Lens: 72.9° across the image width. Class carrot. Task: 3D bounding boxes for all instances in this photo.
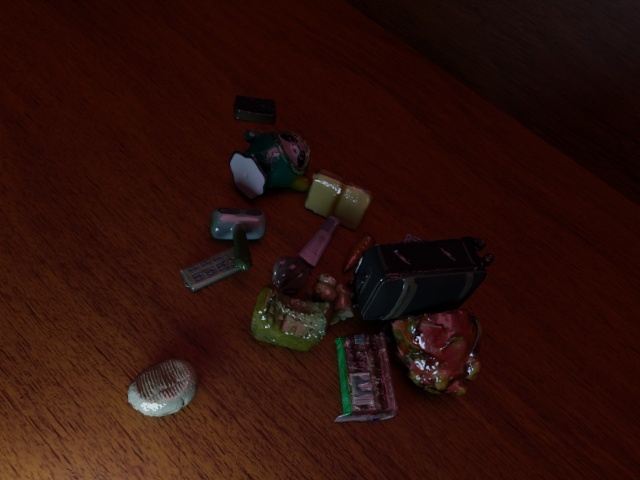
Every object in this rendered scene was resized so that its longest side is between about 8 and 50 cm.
[{"bbox_3d":[0.145,0.056,1.708,0.072,0.072,0.205,34,58,7],"label":"carrot"}]

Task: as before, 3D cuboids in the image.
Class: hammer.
[{"bbox_3d":[-0.279,0.001,1.520,0.207,0.118,0.335,0,35,-16],"label":"hammer"}]

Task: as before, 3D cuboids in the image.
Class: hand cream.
[{"bbox_3d":[0.000,0.000,1.705,0.080,0.048,0.255,32,52,4],"label":"hand cream"}]

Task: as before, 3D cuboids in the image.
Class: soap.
[{"bbox_3d":[0.141,0.435,1.401,0.218,0.098,0.273,5,53,-15],"label":"soap"}]

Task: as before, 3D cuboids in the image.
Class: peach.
[{"bbox_3d":[0.282,0.249,1.606,0.189,0.068,0.279,31,52,8],"label":"peach"}]

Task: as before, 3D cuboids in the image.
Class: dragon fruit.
[{"bbox_3d":[0.405,0.370,1.417,0.315,0.296,0.262,-5,71,-9],"label":"dragon fruit"}]

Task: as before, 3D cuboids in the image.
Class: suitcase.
[{"bbox_3d":[0.323,0.131,1.424,0.435,0.283,0.194,-2,54,-16],"label":"suitcase"}]

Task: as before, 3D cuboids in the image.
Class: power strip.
[{"bbox_3d":[-0.356,0.091,1.528,0.268,0.034,0.092,-25,66,-31],"label":"power strip"}]

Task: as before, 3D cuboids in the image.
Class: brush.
[{"bbox_3d":[-0.308,-0.621,2.052,0.198,0.059,0.123,3,56,-16],"label":"brush"}]

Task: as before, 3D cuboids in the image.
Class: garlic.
[{"bbox_3d":[-0.127,0.136,1.528,0.194,0.127,0.131,-40,77,-16],"label":"garlic"}]

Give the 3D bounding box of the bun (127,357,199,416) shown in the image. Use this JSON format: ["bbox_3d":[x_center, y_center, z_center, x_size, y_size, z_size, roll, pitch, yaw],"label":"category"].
[{"bbox_3d":[-0.438,0.418,1.222,0.188,0.110,0.164,-25,49,-28],"label":"bun"}]

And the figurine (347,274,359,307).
[{"bbox_3d":[0.152,0.158,1.600,0.095,0.115,0.156,36,49,-4],"label":"figurine"}]

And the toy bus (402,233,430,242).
[{"bbox_3d":[0.427,0.099,1.702,0.276,0.164,0.133,23,66,0],"label":"toy bus"}]

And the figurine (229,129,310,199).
[{"bbox_3d":[-0.189,-0.321,1.783,0.340,0.232,0.323,-34,95,-43],"label":"figurine"}]

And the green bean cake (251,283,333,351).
[{"bbox_3d":[-0.097,0.252,1.376,0.236,0.233,0.124,16,58,-6],"label":"green bean cake"}]

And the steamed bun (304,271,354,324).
[{"bbox_3d":[0.032,0.215,1.489,0.192,0.177,0.106,39,61,-2],"label":"steamed bun"}]

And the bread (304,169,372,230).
[{"bbox_3d":[0.094,-0.223,1.820,0.264,0.198,0.236,25,44,-1],"label":"bread"}]
